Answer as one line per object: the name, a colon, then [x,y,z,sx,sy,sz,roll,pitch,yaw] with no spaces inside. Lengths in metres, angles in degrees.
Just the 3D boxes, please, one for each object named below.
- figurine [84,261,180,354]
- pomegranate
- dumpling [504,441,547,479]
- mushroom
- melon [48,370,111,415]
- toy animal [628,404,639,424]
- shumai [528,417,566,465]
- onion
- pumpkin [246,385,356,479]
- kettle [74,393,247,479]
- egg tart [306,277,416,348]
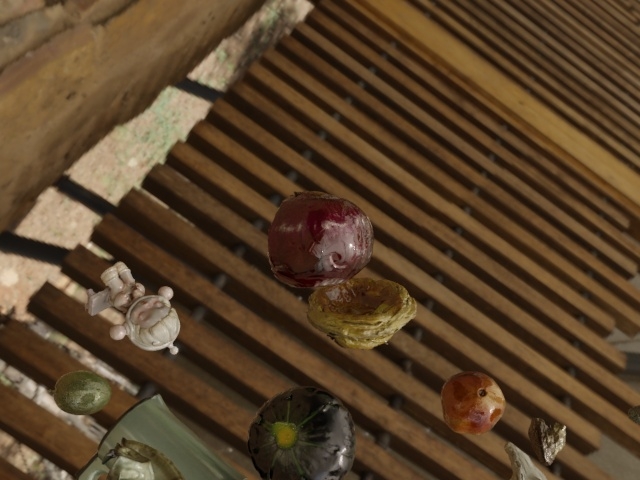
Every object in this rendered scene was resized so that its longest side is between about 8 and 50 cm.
figurine: [-0.453,0.187,1.787,0.145,0.256,0.182,-57,161,22]
pomegranate: [0.485,0.522,2.320,0.209,0.209,0.209,-54,-175,6]
dumpling: [0.357,0.523,1.166,0.260,0.181,0.341,41,62,-74]
mushroom: [-0.329,0.466,1.240,0.190,0.164,0.267,-62,-177,-10]
melon: [-0.750,0.476,2.244,0.139,0.192,0.139,-24,-120,50]
toy animal: [0.896,0.431,1.795,0.079,0.252,0.070,-88,172,-69]
shumai: [0.711,0.635,2.259,0.123,0.105,0.139,85,17,-66]
onion: [0.005,0.000,1.566,0.206,0.206,0.216,-7,99,-73]
pumpkin: [-0.032,0.544,1.934,0.296,0.295,0.296,-54,-175,6]
kettle: [-0.457,0.679,2.005,0.361,0.376,0.250,-48,166,-10]
egg tart: [0.122,0.231,2.196,0.352,0.351,0.150,-65,157,-65]
